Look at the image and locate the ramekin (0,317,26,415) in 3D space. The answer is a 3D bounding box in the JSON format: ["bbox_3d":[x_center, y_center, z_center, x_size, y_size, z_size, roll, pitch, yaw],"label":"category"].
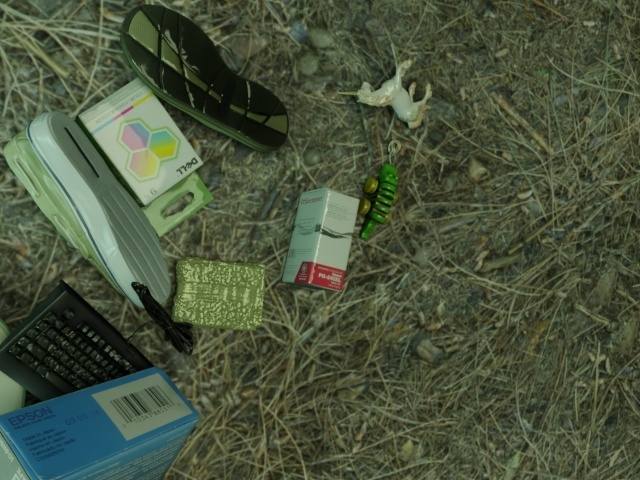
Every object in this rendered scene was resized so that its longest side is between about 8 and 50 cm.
[{"bbox_3d":[-0.496,0.175,0.798,0.303,0.148,0.304,-2,93,-43],"label":"ramekin"}]

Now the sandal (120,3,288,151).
[{"bbox_3d":[-0.177,-0.224,1.046,0.302,0.086,0.120,36,68,-36],"label":"sandal"}]

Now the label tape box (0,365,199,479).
[{"bbox_3d":[-0.325,0.333,0.866,0.240,0.106,0.334,-8,135,-57],"label":"label tape box"}]

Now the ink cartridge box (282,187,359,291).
[{"bbox_3d":[0.000,0.000,1.106,0.063,0.109,0.151,15,83,-24],"label":"ink cartridge box"}]

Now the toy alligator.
[{"bbox_3d":[0.112,-0.092,1.194,0.056,0.051,0.190,25,79,-24],"label":"toy alligator"}]

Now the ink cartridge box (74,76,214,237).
[{"bbox_3d":[-0.248,-0.118,1.015,0.109,0.062,0.209,-40,106,-21],"label":"ink cartridge box"}]

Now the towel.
[{"bbox_3d":[-0.155,0.084,1.076,0.148,0.027,0.110,6,87,-27],"label":"towel"}]

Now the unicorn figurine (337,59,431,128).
[{"bbox_3d":[0.129,-0.253,1.201,0.162,0.060,0.111,36,74,-21],"label":"unicorn figurine"}]

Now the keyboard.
[{"bbox_3d":[-0.264,0.153,0.922,0.201,0.033,0.317,-50,146,-19],"label":"keyboard"}]

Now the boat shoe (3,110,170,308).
[{"bbox_3d":[-0.317,-0.032,0.970,0.094,0.109,0.302,-24,103,20],"label":"boat shoe"}]
